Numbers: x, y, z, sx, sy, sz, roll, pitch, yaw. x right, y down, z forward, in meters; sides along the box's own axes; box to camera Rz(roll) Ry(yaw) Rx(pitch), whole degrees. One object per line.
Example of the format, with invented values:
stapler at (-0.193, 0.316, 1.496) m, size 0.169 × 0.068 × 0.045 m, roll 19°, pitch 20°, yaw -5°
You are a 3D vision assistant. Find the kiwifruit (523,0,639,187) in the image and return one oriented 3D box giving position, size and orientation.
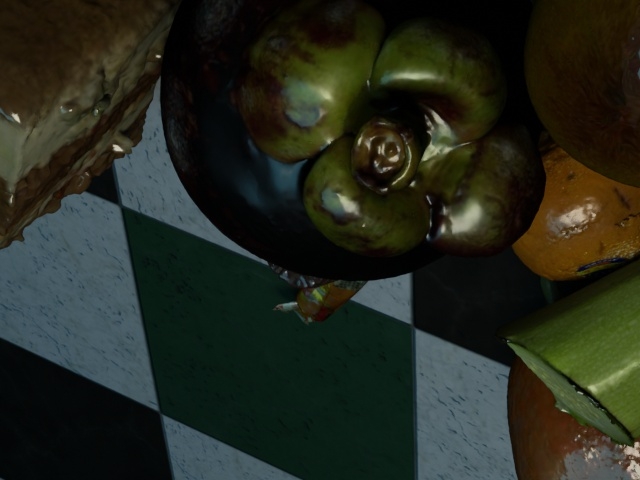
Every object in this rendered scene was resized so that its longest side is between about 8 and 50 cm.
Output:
kiwifruit at (0.240, -0.146, 1.120) m, size 0.196 × 0.196 × 0.234 m, roll 31°, pitch 141°, yaw 12°

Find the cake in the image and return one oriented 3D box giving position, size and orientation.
cake at (-0.286, -0.156, 1.452) m, size 0.282 × 0.255 × 0.290 m, roll 39°, pitch 148°, yaw 0°

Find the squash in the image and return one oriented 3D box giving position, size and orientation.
squash at (0.288, 0.060, 1.291) m, size 0.287 × 0.137 × 0.137 m, roll -28°, pitch 113°, yaw 15°

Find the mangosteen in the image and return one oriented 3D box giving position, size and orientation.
mangosteen at (0.043, -0.101, 1.259) m, size 0.313 × 0.297 × 0.297 m, roll 30°, pitch 145°, yaw 31°

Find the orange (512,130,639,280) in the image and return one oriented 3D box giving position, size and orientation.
orange at (0.207, -0.033, 1.332) m, size 0.136 × 0.117 × 0.135 m, roll -5°, pitch 165°, yaw -1°

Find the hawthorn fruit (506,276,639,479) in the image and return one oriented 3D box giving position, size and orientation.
hawthorn fruit at (0.243, 0.135, 1.450) m, size 0.199 × 0.199 × 0.251 m, roll -17°, pitch 100°, yaw 50°

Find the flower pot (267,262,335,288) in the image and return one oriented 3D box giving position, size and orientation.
flower pot at (0.000, 0.000, 1.555) m, size 0.111 × 0.089 × 0.111 m, roll 14°, pitch 118°, yaw 29°

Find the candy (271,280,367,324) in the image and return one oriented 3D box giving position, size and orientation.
candy at (0.008, 0.046, 1.663) m, size 0.053 × 0.046 × 0.182 m, roll 42°, pitch 143°, yaw -7°
